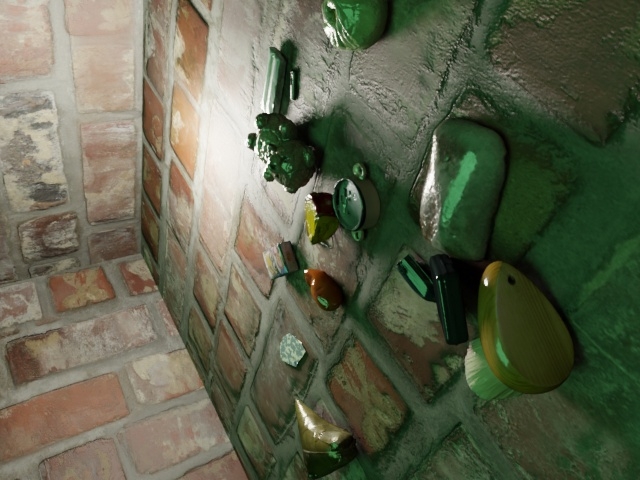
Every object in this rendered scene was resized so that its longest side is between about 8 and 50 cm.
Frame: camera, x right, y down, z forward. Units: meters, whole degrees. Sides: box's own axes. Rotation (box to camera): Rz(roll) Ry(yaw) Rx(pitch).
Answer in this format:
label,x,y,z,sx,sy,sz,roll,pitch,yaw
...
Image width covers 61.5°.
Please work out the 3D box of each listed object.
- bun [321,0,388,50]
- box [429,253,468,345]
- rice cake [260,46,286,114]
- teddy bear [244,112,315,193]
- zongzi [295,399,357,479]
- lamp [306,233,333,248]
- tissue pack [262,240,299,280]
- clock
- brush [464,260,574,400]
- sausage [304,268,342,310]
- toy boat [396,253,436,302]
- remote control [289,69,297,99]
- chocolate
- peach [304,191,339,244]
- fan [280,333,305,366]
label,x,y,z,sx,sy,sz,roll,pitch,yaw
bun,0.072,-0.558,1.292,0.195,0.118,0.195,28,123,54
box,0.281,0.124,1.187,0.230,0.050,0.160,-47,-53,-78
rice cake,-0.154,-0.507,1.751,0.085,0.040,0.226,50,141,36
teddy bear,-0.123,-0.278,1.698,0.267,0.151,0.236,63,141,28
zongzi,0.003,0.668,1.919,0.274,0.145,0.300,-55,50,47
lamp,0.000,0.000,1.733,0.121,0.041,0.054,2,113,61
tissue pack,-0.149,0.074,1.971,0.155,0.065,0.115,-28,80,59
clock,0.095,-0.103,1.502,0.156,0.063,0.229,32,127,48
brush,0.374,0.181,1.083,0.166,0.174,0.266,129,129,-65
sausage,0.008,0.158,1.745,0.179,0.089,0.089,54,144,37
toy boat,0.250,0.101,1.344,0.141,0.060,0.055,53,143,21
remote control,-0.087,-0.485,1.676,0.034,0.016,0.091,34,131,42
chocolate,0.289,-0.103,1.161,0.185,0.100,0.303,39,131,49
peach,0.009,-0.070,1.624,0.127,0.092,0.172,-128,30,-53
fan,-0.114,0.435,2.125,0.240,0.009,0.131,-37,71,58
